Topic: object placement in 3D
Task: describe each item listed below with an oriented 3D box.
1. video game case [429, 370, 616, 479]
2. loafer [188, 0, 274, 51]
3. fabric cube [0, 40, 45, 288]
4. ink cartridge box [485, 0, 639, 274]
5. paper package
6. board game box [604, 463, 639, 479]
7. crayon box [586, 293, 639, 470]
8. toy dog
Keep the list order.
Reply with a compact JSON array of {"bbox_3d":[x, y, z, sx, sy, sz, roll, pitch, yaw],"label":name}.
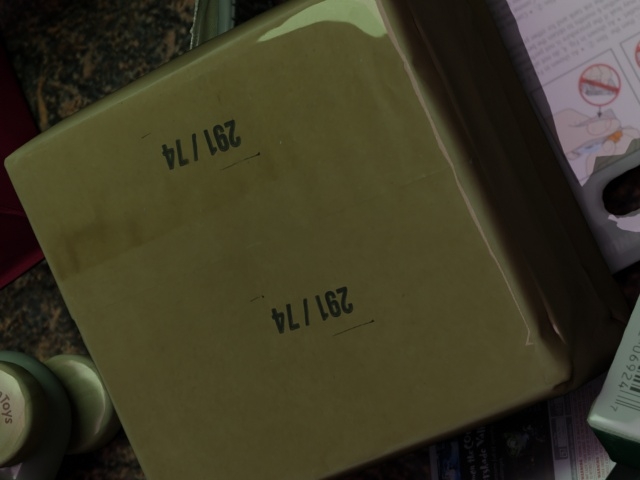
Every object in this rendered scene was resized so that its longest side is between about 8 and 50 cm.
[{"bbox_3d":[0.158,0.157,1.286,0.173,0.022,0.190,-10,77,27],"label":"video game case"},{"bbox_3d":[-0.090,-0.098,1.431,0.087,0.094,0.251,0,81,25],"label":"loafer"},{"bbox_3d":[-0.404,-0.071,1.511,0.254,0.259,0.258,-32,67,20],"label":"fabric cube"},{"bbox_3d":[0.191,-0.184,1.301,0.308,0.091,0.385,-29,85,17],"label":"ink cartridge box"},{"bbox_3d":[0.000,0.000,1.249,0.324,0.168,0.310,-25,88,29],"label":"paper package"},{"bbox_3d":[0.234,0.187,1.182,0.126,0.026,0.186,28,76,38],"label":"board game box"},{"bbox_3d":[0.352,0.082,1.115,0.323,0.083,0.203,17,74,27],"label":"crayon box"},{"bbox_3d":[-0.306,0.202,1.444,0.161,0.220,0.334,32,76,22],"label":"toy dog"}]
